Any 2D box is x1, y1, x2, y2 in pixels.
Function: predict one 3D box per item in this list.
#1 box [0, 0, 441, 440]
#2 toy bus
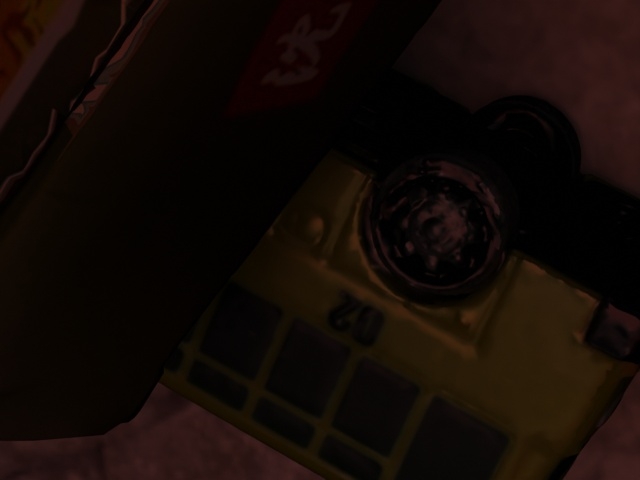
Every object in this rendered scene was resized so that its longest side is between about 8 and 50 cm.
[{"bbox_3d":[-0.120,-0.208,0.613,0.420,0.138,0.373,45,107,25],"label":"box"},{"bbox_3d":[0.000,0.000,0.727,0.262,0.128,0.150,29,114,11],"label":"toy bus"}]
